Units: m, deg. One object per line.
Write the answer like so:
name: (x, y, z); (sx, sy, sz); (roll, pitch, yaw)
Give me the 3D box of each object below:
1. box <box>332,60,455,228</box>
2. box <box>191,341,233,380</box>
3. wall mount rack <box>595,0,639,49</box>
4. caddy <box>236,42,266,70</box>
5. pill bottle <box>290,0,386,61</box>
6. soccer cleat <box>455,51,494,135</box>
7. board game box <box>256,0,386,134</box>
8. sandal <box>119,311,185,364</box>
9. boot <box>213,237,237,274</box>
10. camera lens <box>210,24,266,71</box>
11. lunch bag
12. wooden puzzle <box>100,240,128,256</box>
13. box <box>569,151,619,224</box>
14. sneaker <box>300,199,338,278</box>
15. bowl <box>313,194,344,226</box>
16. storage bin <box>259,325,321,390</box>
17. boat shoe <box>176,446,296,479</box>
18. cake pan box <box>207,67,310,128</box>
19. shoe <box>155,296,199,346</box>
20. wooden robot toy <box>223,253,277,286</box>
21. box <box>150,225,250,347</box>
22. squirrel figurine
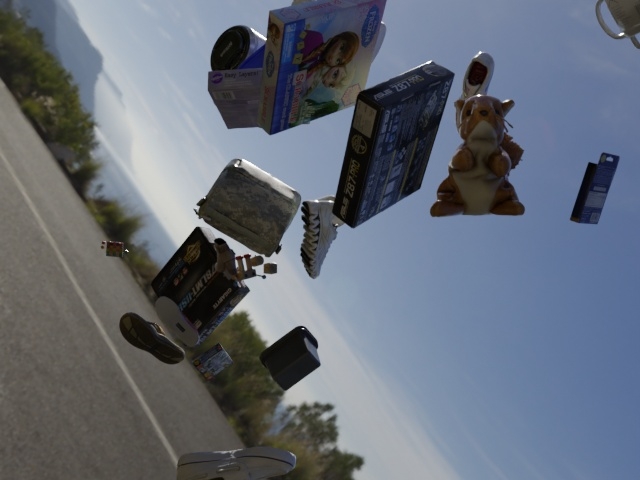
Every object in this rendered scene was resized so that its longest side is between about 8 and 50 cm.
box: (0.196, -0.256, 1.825); (0.097, 0.318, 0.395); (38, -41, 27)
box: (-0.311, 0.353, 1.950); (0.027, 0.094, 0.137); (51, -11, 25)
wall mount rack: (0.709, -0.585, 1.468); (0.304, 0.130, 0.350); (59, 1, -5)
caddy: (-0.128, -0.529, 2.272); (0.241, 0.341, 0.179); (42, -13, 26)
pill bottle: (0.048, -0.690, 2.193); (0.301, 0.169, 0.169); (30, -15, 8)
soccer cleat: (0.555, -0.528, 2.487); (0.116, 0.143, 0.331); (18, -64, 22)
board game box: (0.000, -0.445, 1.675); (0.066, 0.318, 0.319); (46, -35, 27)
sandal: (-0.370, 0.211, 1.483); (0.180, 0.072, 0.049); (44, 28, -33)
boot: (-0.234, 0.035, 1.608); (0.118, 0.042, 0.087); (11, -55, 54)
camera lens: (-0.253, -0.650, 2.496); (0.274, 0.219, 0.219); (21, 22, -50)
lunch bag: (-0.242, -0.097, 2.224); (0.305, 0.212, 0.256); (32, 29, -9)
wooden puzzle: (-0.637, 0.028, 2.078); (0.006, 0.083, 0.049); (-106, -156, -64)
box: (0.853, -0.163, 2.088); (0.036, 0.136, 0.225); (28, -71, 43)
sneaker: (0.000, 0.000, 2.187); (0.110, 0.118, 0.292); (-125, -148, -50)
bowl: (0.013, -0.105, 2.553); (0.053, 0.142, 0.142); (-101, 168, -58)
storage bin: (-0.061, 0.283, 1.558); (0.098, 0.135, 0.091); (52, 4, -29)
boat shoe: (-0.186, 0.510, 1.466); (0.096, 0.267, 0.088); (83, 5, -49)
cake pan box: (-0.169, -0.394, 1.880); (0.246, 0.266, 0.070); (69, 19, -72)
shoe: (-0.428, 0.244, 2.016); (0.178, 0.063, 0.081); (50, -11, -1)
wooden robot toy: (-0.204, 0.077, 1.790); (0.079, 0.173, 0.076); (-15, -93, 49)
box: (-0.411, 0.156, 2.260); (0.073, 0.295, 0.293); (13, 35, -54)
squirrel figurine: (0.510, -0.271, 2.150); (0.397, 0.281, 0.371); (-19, 108, -70)
